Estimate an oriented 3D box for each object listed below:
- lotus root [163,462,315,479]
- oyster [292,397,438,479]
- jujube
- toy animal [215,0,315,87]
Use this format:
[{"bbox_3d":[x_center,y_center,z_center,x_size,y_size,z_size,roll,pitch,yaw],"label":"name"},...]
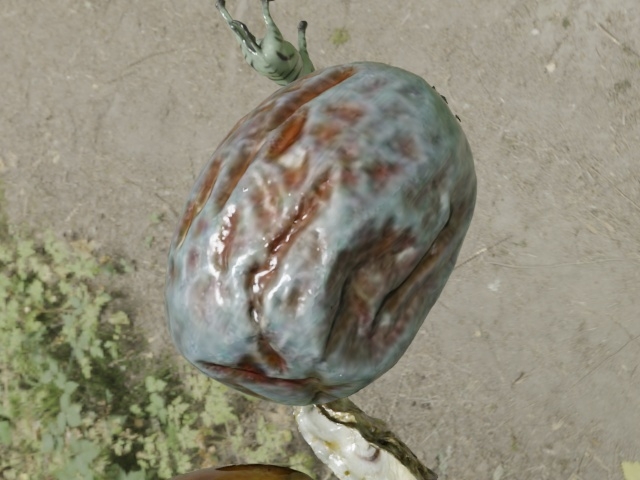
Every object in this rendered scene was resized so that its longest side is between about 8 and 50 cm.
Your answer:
[{"bbox_3d":[-0.077,0.258,0.437,0.291,0.193,0.193,-40,68,35],"label":"lotus root"},{"bbox_3d":[0.037,0.276,1.071,0.111,0.204,0.396,-36,39,-20],"label":"oyster"},{"bbox_3d":[-0.005,0.000,0.622,0.215,0.246,0.308,21,60,41],"label":"jujube"},{"bbox_3d":[-0.045,-0.248,0.988,0.073,0.217,0.175,-30,65,27],"label":"toy animal"}]
